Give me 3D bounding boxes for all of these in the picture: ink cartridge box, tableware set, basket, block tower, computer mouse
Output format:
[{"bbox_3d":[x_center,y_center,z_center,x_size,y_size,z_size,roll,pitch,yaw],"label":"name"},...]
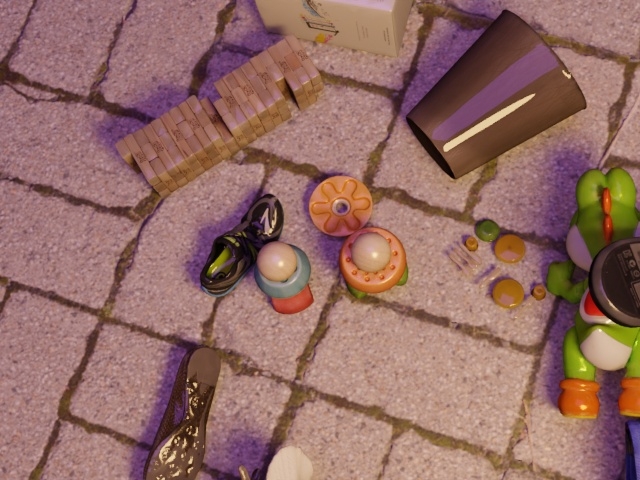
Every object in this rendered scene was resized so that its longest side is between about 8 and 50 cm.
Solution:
[{"bbox_3d":[0.028,-0.423,1.968,0.233,0.168,0.171,13,75,11],"label":"ink cartridge box"},{"bbox_3d":[0.281,0.042,1.881,0.104,0.024,0.154,-44,72,-10],"label":"tableware set"},{"bbox_3d":[0.258,-0.213,1.893,0.227,0.154,0.204,-37,72,-1],"label":"basket"},{"bbox_3d":[-0.158,-0.195,1.967,0.335,0.091,0.097,-31,72,-2],"label":"block tower"},{"bbox_3d":[0.465,0.056,1.660,0.272,0.072,0.188,-9,77,-26],"label":"computer mouse"}]

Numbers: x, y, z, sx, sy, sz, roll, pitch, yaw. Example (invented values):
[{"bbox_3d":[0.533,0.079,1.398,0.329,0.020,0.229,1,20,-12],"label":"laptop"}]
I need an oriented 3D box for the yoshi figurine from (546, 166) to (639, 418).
[{"bbox_3d":[0.430,0.078,1.792,0.204,0.203,0.362,3,84,-23],"label":"yoshi figurine"}]

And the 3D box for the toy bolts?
[{"bbox_3d":[0.000,0.000,1.855,0.229,0.158,0.218,-20,73,1],"label":"toy bolts"}]

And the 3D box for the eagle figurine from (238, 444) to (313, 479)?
[{"bbox_3d":[-0.029,0.463,1.717,0.226,0.225,0.298,-41,62,-16],"label":"eagle figurine"}]

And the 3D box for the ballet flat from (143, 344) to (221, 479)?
[{"bbox_3d":[-0.212,0.280,1.860,0.084,0.058,0.249,19,81,-24],"label":"ballet flat"}]

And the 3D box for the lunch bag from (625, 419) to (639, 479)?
[{"bbox_3d":[0.581,0.420,1.623,0.328,0.239,0.385,-5,80,7],"label":"lunch bag"}]

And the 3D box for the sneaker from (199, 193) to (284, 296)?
[{"bbox_3d":[-0.122,0.007,1.910,0.067,0.078,0.188,36,81,15],"label":"sneaker"}]
